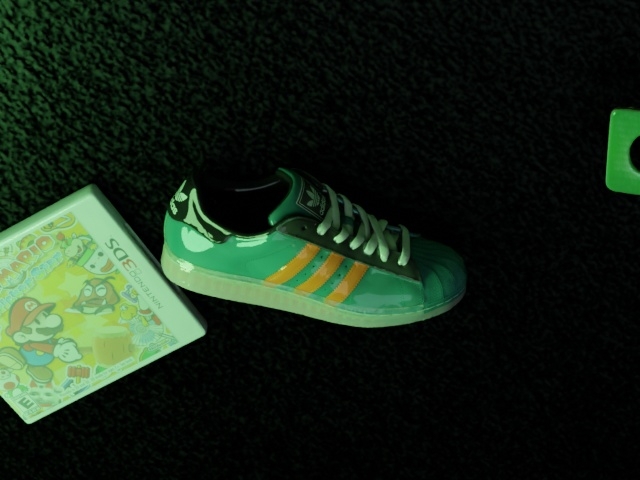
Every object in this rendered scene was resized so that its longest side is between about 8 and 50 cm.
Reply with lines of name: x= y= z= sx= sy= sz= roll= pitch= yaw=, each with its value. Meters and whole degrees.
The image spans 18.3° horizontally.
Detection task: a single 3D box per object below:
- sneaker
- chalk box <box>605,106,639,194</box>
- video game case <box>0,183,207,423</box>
sneaker: x=0.000 y=0.000 z=1.912 sx=0.302 sy=0.108 sz=0.121 roll=7 pitch=129 yaw=-5
chalk box: x=0.412 y=-0.077 z=1.830 sx=0.289 sy=0.179 sz=0.180 roll=-2 pitch=125 yaw=-1
video game case: x=-0.263 y=0.068 z=2.000 sx=0.227 sy=0.026 sz=0.206 roll=-27 pitch=122 yaw=16
